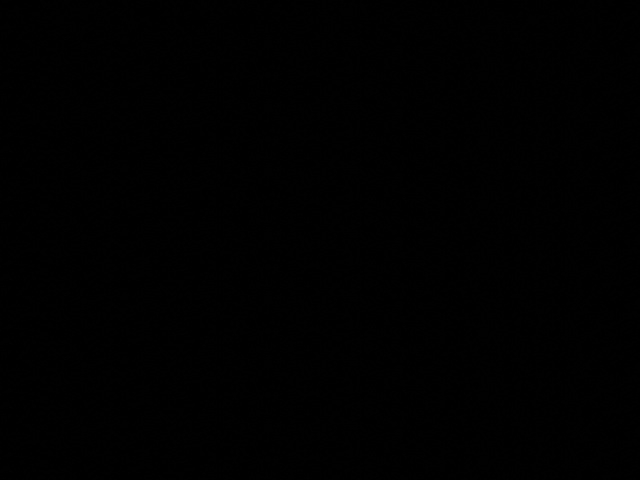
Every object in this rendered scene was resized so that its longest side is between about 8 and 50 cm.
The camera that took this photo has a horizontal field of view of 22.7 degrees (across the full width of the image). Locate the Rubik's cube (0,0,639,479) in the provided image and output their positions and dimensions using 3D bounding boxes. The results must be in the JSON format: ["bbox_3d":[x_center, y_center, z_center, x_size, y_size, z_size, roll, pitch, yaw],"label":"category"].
[{"bbox_3d":[0.000,0.000,0.188,0.287,0.293,0.292,-33,140,-15],"label":"Rubik's cube"}]
